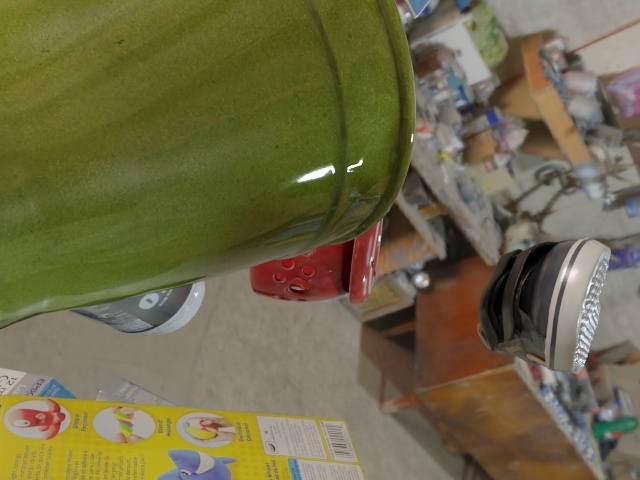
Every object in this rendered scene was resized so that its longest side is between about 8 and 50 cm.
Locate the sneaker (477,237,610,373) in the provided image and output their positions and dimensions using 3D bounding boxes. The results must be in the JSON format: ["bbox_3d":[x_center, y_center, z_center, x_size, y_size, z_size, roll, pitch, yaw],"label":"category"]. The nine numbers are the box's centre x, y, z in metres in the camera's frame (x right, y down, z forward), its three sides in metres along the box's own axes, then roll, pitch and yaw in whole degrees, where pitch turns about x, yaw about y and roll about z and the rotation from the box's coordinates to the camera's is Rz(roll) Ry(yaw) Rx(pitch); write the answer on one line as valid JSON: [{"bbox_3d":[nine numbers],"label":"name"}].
[{"bbox_3d":[0.230,0.072,0.838,0.126,0.127,0.321,-66,158,-11],"label":"sneaker"}]

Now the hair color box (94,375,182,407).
[{"bbox_3d":[-0.303,0.450,1.592,0.374,0.185,0.113,27,8,0],"label":"hair color box"}]

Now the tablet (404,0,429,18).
[{"bbox_3d":[0.072,-0.237,0.666,0.083,0.006,0.054,56,51,-27],"label":"tablet"}]

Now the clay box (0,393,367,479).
[{"bbox_3d":[-0.083,0.138,0.384,0.127,0.221,0.053,-114,-145,-62],"label":"clay box"}]

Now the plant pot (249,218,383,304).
[{"bbox_3d":[0.000,0.000,1.160,0.191,0.174,0.191,8,90,-84],"label":"plant pot"}]

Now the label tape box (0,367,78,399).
[{"bbox_3d":[-0.572,0.360,1.399,0.249,0.347,0.115,-58,139,-41],"label":"label tape box"}]

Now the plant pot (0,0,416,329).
[{"bbox_3d":[-0.173,-0.099,0.664,0.353,0.366,0.367,-28,97,-34],"label":"plant pot"}]

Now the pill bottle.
[{"bbox_3d":[-0.253,0.030,0.996,0.283,0.161,0.161,56,20,-71],"label":"pill bottle"}]
